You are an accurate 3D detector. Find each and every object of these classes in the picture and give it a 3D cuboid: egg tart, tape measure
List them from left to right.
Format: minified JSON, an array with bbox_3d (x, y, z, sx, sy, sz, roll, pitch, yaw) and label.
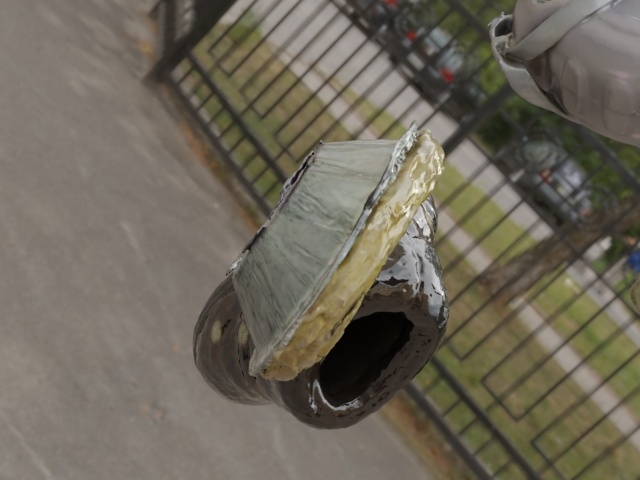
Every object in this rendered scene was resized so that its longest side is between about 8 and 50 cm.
[{"bbox_3d":[0.000,0.000,0.865,0.094,0.234,0.234,33,13,-2],"label":"egg tart"},{"bbox_3d":[0.246,-0.146,0.783,0.197,0.236,0.120,37,-30,36],"label":"tape measure"}]

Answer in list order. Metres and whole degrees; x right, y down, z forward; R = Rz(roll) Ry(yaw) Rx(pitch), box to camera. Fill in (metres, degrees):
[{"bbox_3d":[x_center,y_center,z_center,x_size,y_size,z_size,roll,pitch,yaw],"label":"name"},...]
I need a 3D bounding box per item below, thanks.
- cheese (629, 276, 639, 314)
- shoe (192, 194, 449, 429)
[{"bbox_3d":[0.373,-0.003,1.111,0.065,0.194,0.043,23,18,-49],"label":"cheese"},{"bbox_3d":[-0.010,0.107,1.256,0.171,0.384,0.237,29,37,-24],"label":"shoe"}]
